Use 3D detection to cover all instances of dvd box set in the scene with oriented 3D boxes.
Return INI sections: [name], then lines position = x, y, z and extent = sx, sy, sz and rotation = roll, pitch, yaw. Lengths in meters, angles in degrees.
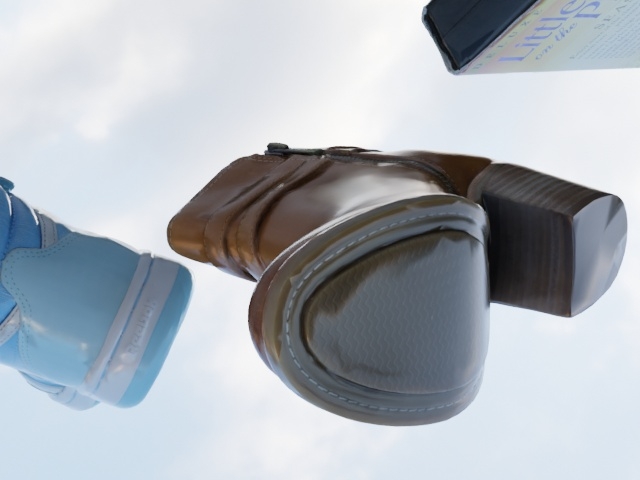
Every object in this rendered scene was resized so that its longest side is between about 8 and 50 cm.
[dvd box set]
position = 0.307, -0.230, 1.014
extent = 0.420, 0.062, 0.307
rotation = -9, 155, -44

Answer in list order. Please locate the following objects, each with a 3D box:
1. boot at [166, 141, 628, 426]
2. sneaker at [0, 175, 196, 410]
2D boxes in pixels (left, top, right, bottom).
[boot]
position = 0.000, 0.000, 0.733
extent = 0.220, 0.109, 0.283
rotation = 12, -157, 35
[sneaker]
position = -0.215, 0.025, 0.974
extent = 0.127, 0.208, 0.319
rotation = -68, -165, -14
